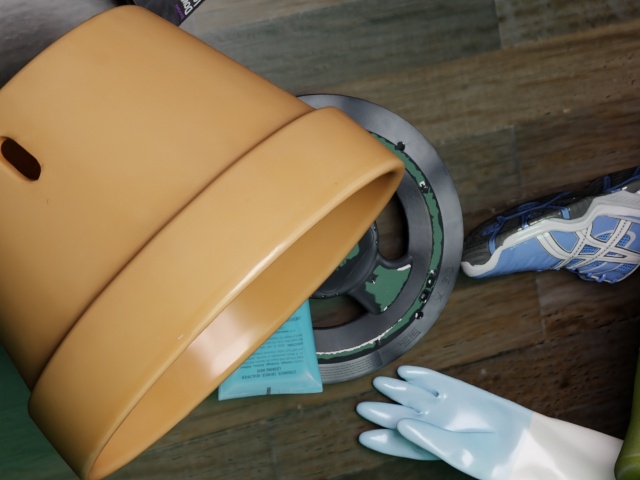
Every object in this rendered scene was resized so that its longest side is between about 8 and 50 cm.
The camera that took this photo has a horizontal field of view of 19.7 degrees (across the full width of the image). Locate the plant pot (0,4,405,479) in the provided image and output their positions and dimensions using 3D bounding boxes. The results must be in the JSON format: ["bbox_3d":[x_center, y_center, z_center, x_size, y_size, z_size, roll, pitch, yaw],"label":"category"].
[{"bbox_3d":[-0.117,-0.013,1.207,0.203,0.291,0.291,44,82,7],"label":"plant pot"}]

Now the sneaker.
[{"bbox_3d":[0.213,0.000,1.500,0.211,0.080,0.081,-16,101,-16],"label":"sneaker"}]

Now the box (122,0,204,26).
[{"bbox_3d":[-0.084,-0.229,1.340,0.162,0.116,0.029,-45,67,-7],"label":"box"}]

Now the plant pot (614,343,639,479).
[{"bbox_3d":[0.394,0.071,1.380,0.366,0.366,0.353,34,71,-22],"label":"plant pot"}]

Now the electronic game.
[{"bbox_3d":[0.000,0.000,1.437,0.229,0.048,0.229,-2,99,-12],"label":"electronic game"}]

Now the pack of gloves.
[{"bbox_3d":[0.111,0.213,1.450,0.232,0.046,0.195,19,85,16],"label":"pack of gloves"}]

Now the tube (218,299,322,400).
[{"bbox_3d":[-0.043,0.021,1.384,0.080,0.052,0.207,-3,106,-2],"label":"tube"}]
